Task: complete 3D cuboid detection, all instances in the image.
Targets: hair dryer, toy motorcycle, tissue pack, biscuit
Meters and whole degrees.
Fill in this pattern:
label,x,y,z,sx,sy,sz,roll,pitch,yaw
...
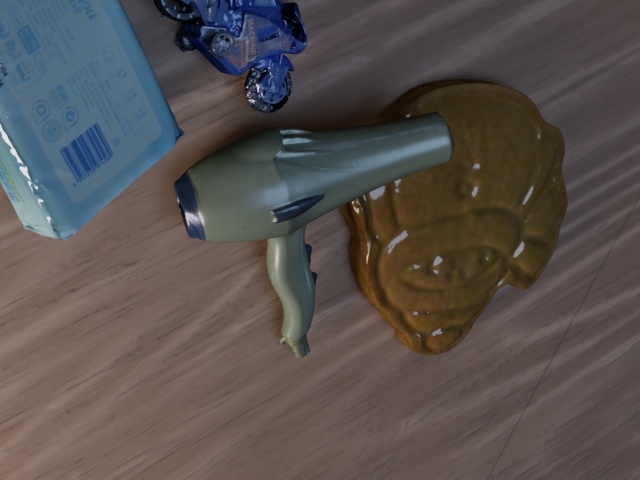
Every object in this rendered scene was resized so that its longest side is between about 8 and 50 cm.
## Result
label,x,y,z,sx,sy,sz,roll,pitch,yaw
hair dryer,0.023,-0.031,1.346,0.296,0.119,0.298,-31,131,5
toy motorcycle,-0.081,-0.224,1.236,0.114,0.076,0.205,-53,126,-12
tissue pack,-0.254,-0.157,1.129,0.177,0.089,0.263,-46,129,-30
biscuit,0.173,-0.030,1.490,0.312,0.057,0.351,-21,121,-21
